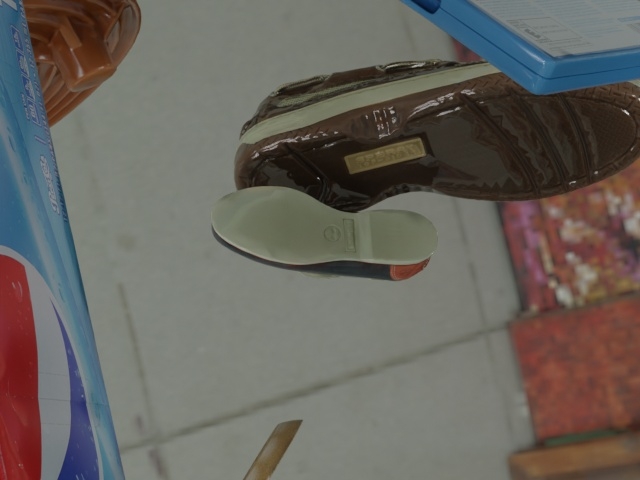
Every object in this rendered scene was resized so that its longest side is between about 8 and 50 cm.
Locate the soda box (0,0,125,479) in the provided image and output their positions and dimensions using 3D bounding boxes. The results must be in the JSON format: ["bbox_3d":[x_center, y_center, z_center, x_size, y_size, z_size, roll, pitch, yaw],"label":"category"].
[{"bbox_3d":[-0.083,0.039,0.366,0.067,0.071,0.210,27,49,-76],"label":"soda box"}]

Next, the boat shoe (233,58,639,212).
[{"bbox_3d":[0.074,-0.080,1.152,0.095,0.257,0.095,-85,167,-53],"label":"boat shoe"}]

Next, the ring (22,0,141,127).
[{"bbox_3d":[-0.221,-0.015,0.727,0.337,0.336,0.032,-19,81,-48],"label":"ring"}]

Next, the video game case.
[{"bbox_3d":[0.042,-0.104,0.654,0.166,0.015,0.119,38,27,23],"label":"video game case"}]

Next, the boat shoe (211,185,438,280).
[{"bbox_3d":[0.000,0.000,1.106,0.137,0.043,0.049,6,68,-13],"label":"boat shoe"}]

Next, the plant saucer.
[{"bbox_3d":[-0.040,0.161,1.344,0.015,0.083,0.083,31,51,0],"label":"plant saucer"}]
